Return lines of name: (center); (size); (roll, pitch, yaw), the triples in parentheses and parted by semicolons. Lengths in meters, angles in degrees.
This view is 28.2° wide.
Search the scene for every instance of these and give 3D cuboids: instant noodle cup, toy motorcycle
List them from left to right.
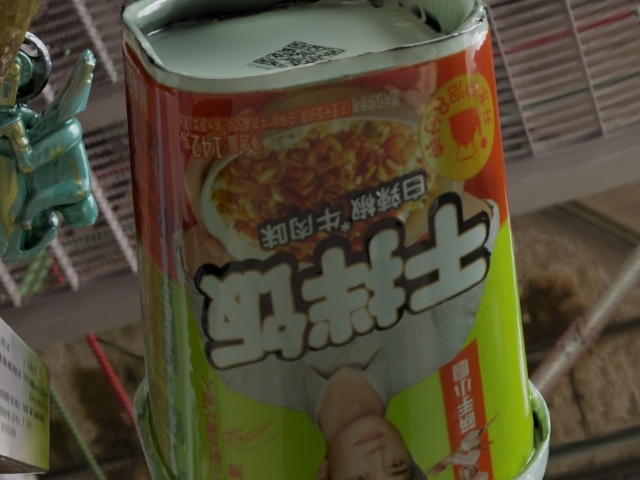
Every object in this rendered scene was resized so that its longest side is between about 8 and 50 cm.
toy motorcycle: (-0.338, -0.084, 1.430); (0.198, 0.109, 0.297); (14, -75, -17)
instant noodle cup: (0.000, 0.000, 0.804); (0.293, 0.294, 0.308); (-3, -64, 5)

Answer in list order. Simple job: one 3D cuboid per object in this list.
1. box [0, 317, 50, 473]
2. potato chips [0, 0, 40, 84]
box: (-0.219, 0.070, 0.551); (0.175, 0.260, 0.062); (0, -101, -6)
potato chips: (-0.110, -0.213, 0.698); (0.407, 0.057, 0.080); (-36, -94, 36)
